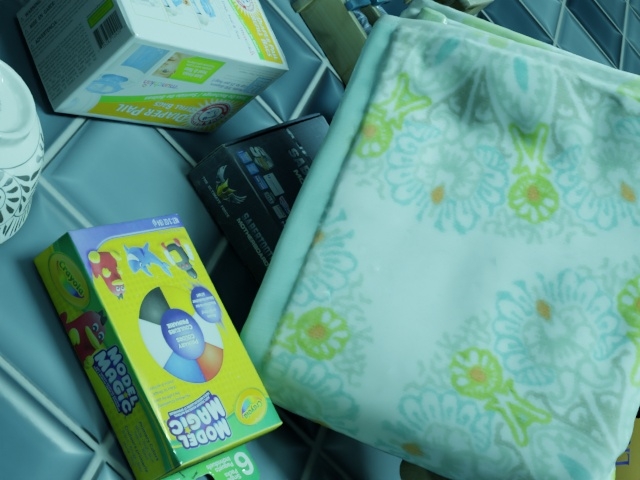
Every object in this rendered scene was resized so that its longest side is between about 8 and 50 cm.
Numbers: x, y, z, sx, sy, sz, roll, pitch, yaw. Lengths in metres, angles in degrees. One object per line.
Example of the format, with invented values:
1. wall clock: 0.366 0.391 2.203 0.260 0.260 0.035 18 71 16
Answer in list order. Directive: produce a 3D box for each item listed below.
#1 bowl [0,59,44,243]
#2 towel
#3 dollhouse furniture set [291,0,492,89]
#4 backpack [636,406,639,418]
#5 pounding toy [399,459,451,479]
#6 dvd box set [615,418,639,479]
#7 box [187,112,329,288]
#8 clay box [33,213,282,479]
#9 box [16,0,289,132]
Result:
1. bowl: -0.257 -0.084 0.878 0.170 0.080 0.170 34 38 -32
2. towel: 0.138 0.006 1.009 0.320 0.374 0.090 21 -11 13
3. dollhouse furniture set: 0.094 -0.279 1.420 0.129 0.183 0.129 57 32 3
4. backpack: 0.231 0.051 1.181 0.191 0.225 0.253 46 32 -22
5. pounding toy: 0.132 0.247 1.086 0.206 0.094 0.181 40 55 -23
6. dvd box set: 0.400 0.202 1.321 0.307 0.062 0.420 38 51 -40
7. box: 0.000 0.000 1.162 0.233 0.059 0.183 58 31 4
8. clay box: -0.115 0.092 0.932 0.127 0.053 0.222 -13 72 -56
9. box: -0.143 -0.174 1.076 0.203 0.114 0.103 2 59 -53
